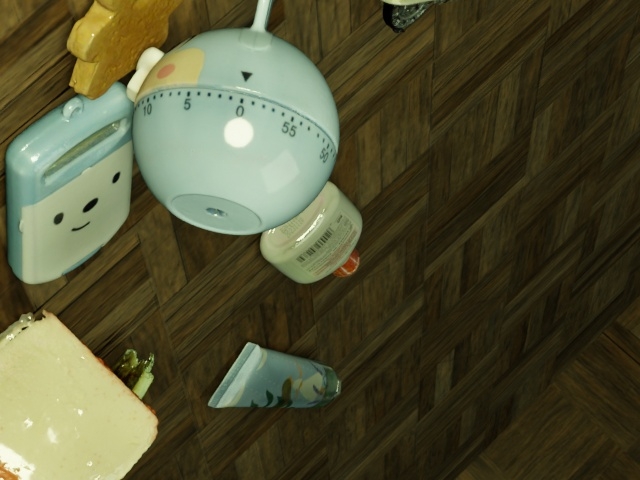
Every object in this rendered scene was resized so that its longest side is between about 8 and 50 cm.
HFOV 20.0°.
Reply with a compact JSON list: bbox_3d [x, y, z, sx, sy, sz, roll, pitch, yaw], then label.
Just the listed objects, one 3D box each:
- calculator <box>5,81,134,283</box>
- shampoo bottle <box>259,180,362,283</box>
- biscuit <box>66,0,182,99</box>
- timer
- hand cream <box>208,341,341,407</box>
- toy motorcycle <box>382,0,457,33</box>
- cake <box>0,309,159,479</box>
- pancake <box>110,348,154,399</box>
[{"bbox_3d":[-0.201,-0.046,1.453,0.121,0.039,0.210,-39,159,-30],"label":"calculator"},{"bbox_3d":[0.000,0.000,1.971,0.108,0.051,0.221,-49,162,0],"label":"shampoo bottle"},{"bbox_3d":[-0.137,-0.182,1.330,0.133,0.027,0.184,-43,164,-30],"label":"biscuit"},{"bbox_3d":[-0.074,-0.129,1.388,0.175,0.255,0.175,-11,164,-3],"label":"timer"},{"bbox_3d":[-0.049,0.173,2.215,0.091,0.058,0.271,-54,156,9],"label":"hand cream"},{"bbox_3d":[0.111,-0.276,1.607,0.263,0.091,0.157,-22,144,-48],"label":"toy motorcycle"},{"bbox_3d":[-0.241,0.201,1.672,0.158,0.159,0.262,-45,163,-18],"label":"cake"},{"bbox_3d":[-0.200,0.160,1.782,0.116,0.022,0.129,-61,-162,-11],"label":"pancake"}]
